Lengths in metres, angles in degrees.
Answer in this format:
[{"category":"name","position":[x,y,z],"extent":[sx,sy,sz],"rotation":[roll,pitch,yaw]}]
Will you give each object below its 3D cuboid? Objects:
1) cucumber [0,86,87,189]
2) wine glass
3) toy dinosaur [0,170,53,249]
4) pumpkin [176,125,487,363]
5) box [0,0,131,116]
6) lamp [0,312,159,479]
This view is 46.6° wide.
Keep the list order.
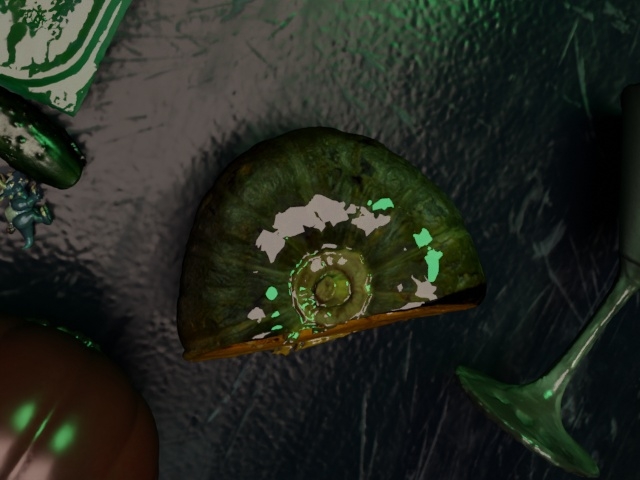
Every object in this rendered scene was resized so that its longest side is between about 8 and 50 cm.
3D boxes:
[{"category":"cucumber","position":[-0.336,-0.133,0.744],"extent":[0.227,0.069,0.069],"rotation":[39,91,-17]},{"category":"wine glass","position":[0.354,0.057,0.866],"extent":[0.267,0.267,0.406],"rotation":[30,98,-18]},{"category":"toy dinosaur","position":[-0.316,-0.034,0.788],"extent":[0.047,0.030,0.083],"rotation":[-20,106,-8]},{"category":"pumpkin","position":[0.000,0.000,0.804],"extent":[0.325,0.242,0.232],"rotation":[-8,75,-8]},{"category":"box","position":[-0.276,-0.324,0.693],"extent":[0.264,0.106,0.336],"rotation":[28,96,-17]},{"category":"lamp","position":[-0.307,0.207,0.723],"extent":[0.303,0.257,0.303],"rotation":[9,130,11]}]
